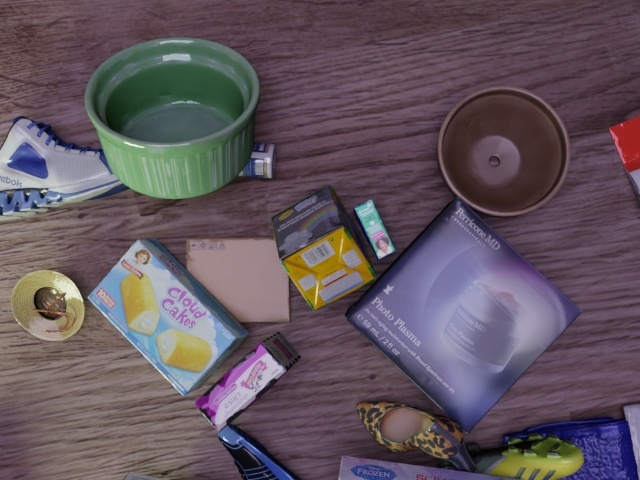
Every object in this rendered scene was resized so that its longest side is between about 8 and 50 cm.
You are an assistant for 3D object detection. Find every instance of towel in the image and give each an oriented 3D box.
[{"bbox_3d":[0.471,0.483,1.623,0.227,0.076,0.308,-11,88,19],"label":"towel"}]

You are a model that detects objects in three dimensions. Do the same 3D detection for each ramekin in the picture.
[{"bbox_3d":[-0.257,-0.215,1.593,0.303,0.148,0.303,0,48,-1],"label":"ramekin"}]

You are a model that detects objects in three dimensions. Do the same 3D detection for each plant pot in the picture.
[{"bbox_3d":[0.327,-0.155,1.628,0.237,0.110,0.238,0,85,1],"label":"plant pot"}]

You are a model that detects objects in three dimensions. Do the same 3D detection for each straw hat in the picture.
[{"bbox_3d":[-0.517,0.117,1.712,0.144,0.061,0.145,0,105,-2],"label":"straw hat"}]

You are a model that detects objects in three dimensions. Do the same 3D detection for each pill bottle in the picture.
[{"bbox_3d":[-0.146,-0.155,1.688,0.120,0.067,0.067,5,89,4],"label":"pill bottle"}]

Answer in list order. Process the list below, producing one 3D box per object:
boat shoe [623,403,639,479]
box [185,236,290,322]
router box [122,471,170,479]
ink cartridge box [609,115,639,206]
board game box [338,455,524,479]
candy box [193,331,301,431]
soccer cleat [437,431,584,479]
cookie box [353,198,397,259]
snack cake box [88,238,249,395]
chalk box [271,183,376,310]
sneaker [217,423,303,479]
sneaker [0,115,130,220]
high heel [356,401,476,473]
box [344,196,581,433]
[{"bbox_3d":[0.582,0.391,1.626,0.063,0.066,0.184,-3,91,18],"label":"boat shoe"},{"bbox_3d":[-0.158,0.076,1.706,0.201,0.021,0.165,-1,89,4],"label":"box"},{"bbox_3d":[-0.220,0.607,1.632,0.335,0.082,0.301,9,104,5],"label":"router box"},{"bbox_3d":[0.664,-0.135,1.636,0.189,0.066,0.232,-21,91,4],"label":"ink cartridge box"},{"bbox_3d":[0.179,0.538,1.575,0.317,0.066,0.319,7,120,4],"label":"board game box"},{"bbox_3d":[-0.124,0.248,1.594,0.159,0.233,0.071,-42,86,3],"label":"candy box"},{"bbox_3d":[0.341,0.417,1.578,0.289,0.093,0.121,-19,89,38],"label":"soccer cleat"},{"bbox_3d":[0.100,-0.018,1.655,0.040,0.092,0.107,-26,87,0],"label":"cookie box"},{"bbox_3d":[-0.282,0.139,1.663,0.264,0.089,0.152,43,99,10],"label":"snack cake box"},{"bbox_3d":[0.000,0.000,1.623,0.132,0.213,0.132,-28,119,8],"label":"chalk box"},{"bbox_3d":[-0.116,0.442,1.665,0.232,0.081,0.090,40,86,4],"label":"sneaker"},{"bbox_3d":[-0.500,-0.157,1.684,0.315,0.127,0.182,-13,90,5],"label":"sneaker"},{"bbox_3d":[0.147,0.314,1.565,0.261,0.186,0.093,22,68,35],"label":"high heel"},{"bbox_3d":[0.247,0.127,1.598,0.296,0.183,0.294,43,91,4],"label":"box"}]
